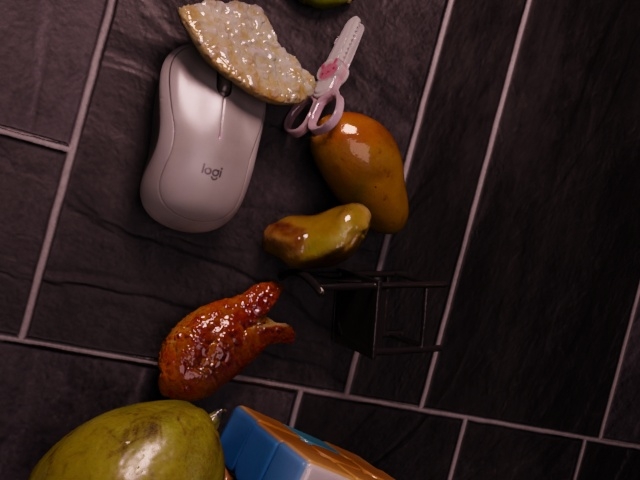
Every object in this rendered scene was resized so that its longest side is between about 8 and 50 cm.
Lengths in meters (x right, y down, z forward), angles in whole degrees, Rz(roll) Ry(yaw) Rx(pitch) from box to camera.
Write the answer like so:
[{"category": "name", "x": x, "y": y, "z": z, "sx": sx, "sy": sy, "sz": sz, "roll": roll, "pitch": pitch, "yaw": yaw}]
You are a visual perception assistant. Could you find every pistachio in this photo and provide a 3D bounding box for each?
[{"category": "pistachio", "x": -0.001, "y": 0.002, "z": 1.410, "sx": 0.189, "sy": 0.110, "sz": 0.100, "roll": -17, "pitch": 64, "yaw": 4}]

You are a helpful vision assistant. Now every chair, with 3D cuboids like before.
[{"category": "chair", "x": 0.071, "y": 0.119, "z": 1.453, "sx": 0.260, "sy": 0.154, "sz": 0.141, "roll": 1, "pitch": 96, "yaw": -28}]

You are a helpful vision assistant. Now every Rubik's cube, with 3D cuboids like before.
[{"category": "Rubik's cube", "x": -0.036, "y": 0.479, "z": 1.366, "sx": 0.291, "sy": 0.292, "sz": 0.290, "roll": 29, "pitch": 83, "yaw": -27}]

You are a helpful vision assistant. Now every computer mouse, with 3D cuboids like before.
[{"category": "computer mouse", "x": -0.181, "y": -0.158, "z": 1.311, "sx": 0.184, "sy": 0.121, "sz": 0.297, "roll": 18, "pitch": 90, "yaw": -26}]

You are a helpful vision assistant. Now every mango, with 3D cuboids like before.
[{"category": "mango", "x": 0.081, "y": -0.115, "z": 1.448, "sx": 0.138, "sy": 0.113, "sz": 0.253, "roll": -41, "pitch": 117, "yaw": -11}]

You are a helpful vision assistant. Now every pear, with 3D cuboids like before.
[{"category": "pear", "x": -0.272, "y": 0.379, "z": 1.257, "sx": 0.375, "sy": 0.287, "sz": 0.287, "roll": -44, "pitch": 114, "yaw": -31}]

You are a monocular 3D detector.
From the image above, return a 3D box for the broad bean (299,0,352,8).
[{"category": "broad bean", "x": -0.032, "y": -0.425, "z": 1.390, "sx": 0.214, "sy": 0.048, "sz": 0.070, "roll": 9, "pitch": 92, "yaw": -27}]

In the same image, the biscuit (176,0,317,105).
[{"category": "biscuit", "x": -0.111, "y": -0.299, "z": 1.323, "sx": 0.265, "sy": 0.040, "sz": 0.188, "roll": 28, "pitch": 44, "yaw": -31}]

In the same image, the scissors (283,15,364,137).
[{"category": "scissors", "x": 0.020, "y": -0.277, "z": 1.417, "sx": 0.030, "sy": 0.118, "sz": 0.242, "roll": 41, "pitch": 64, "yaw": -38}]

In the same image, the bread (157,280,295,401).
[{"category": "bread", "x": -0.150, "y": 0.164, "z": 1.381, "sx": 0.269, "sy": 0.095, "sz": 0.139, "roll": -26, "pitch": 115, "yaw": -26}]
